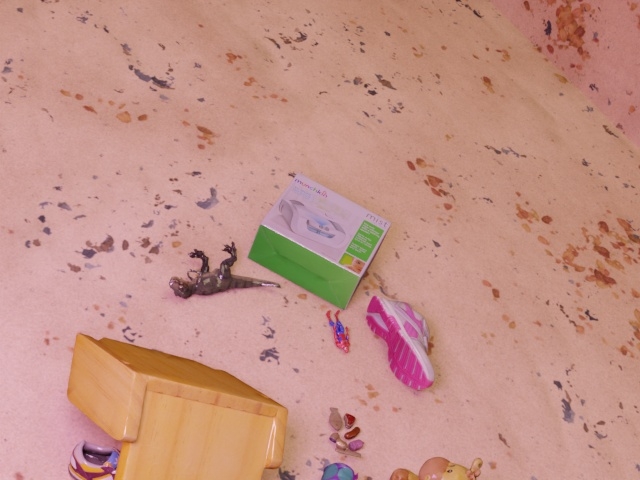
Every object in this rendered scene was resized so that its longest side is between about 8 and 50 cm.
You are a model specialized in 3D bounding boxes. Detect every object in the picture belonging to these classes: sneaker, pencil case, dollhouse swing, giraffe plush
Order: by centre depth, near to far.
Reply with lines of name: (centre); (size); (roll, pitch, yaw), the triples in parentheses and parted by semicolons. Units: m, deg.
sneaker: (-0.360, 0.419, 1.894); (0.186, 0.084, 0.069); (22, 41, -4)
dollhouse swing: (-0.284, 0.383, 1.911); (0.347, 0.304, 0.315); (20, 0, -41)
pencil case: (0.024, 0.498, 2.022); (0.070, 0.064, 0.151); (11, 41, 7)
giraffe plush: (0.230, 0.492, 2.050); (0.210, 0.170, 0.181); (17, 41, -10)
sneaker: (0.203, 0.220, 2.374); (0.111, 0.103, 0.252); (-4, 50, -28)

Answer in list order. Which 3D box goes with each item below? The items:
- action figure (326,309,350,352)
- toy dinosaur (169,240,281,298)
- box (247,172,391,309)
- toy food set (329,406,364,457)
action figure: (0.043, 0.204, 2.368); (0.038, 0.030, 0.115); (6, 46, -29)
toy dinosaur: (-0.225, 0.069, 2.349); (0.268, 0.064, 0.118); (-4, 63, -30)
box: (0.000, 0.000, 2.487); (0.262, 0.126, 0.231); (29, 43, 5)
toy food set: (0.053, 0.399, 2.177); (0.078, 0.019, 0.122); (16, 34, -11)
